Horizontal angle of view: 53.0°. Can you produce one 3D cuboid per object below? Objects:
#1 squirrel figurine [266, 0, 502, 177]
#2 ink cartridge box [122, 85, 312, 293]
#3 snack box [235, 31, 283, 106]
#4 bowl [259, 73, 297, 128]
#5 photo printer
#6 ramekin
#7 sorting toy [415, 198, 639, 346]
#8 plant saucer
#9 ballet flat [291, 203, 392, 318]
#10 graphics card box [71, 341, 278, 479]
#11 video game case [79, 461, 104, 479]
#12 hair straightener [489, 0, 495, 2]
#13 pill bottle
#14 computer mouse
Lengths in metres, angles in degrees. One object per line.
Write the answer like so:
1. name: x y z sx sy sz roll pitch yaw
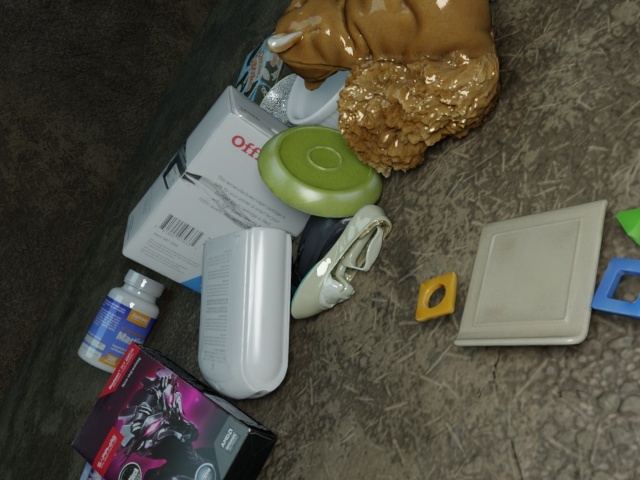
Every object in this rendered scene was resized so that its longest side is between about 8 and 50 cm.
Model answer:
1. squirrel figurine: 0.102 -0.317 1.084 0.371 0.281 0.396 -9 81 17
2. ink cartridge box: -0.193 -0.084 1.386 0.395 0.285 0.166 -47 30 20
3. snack box: -0.205 -0.498 2.030 0.187 0.060 0.321 -23 45 47
4. bowl: -0.073 -0.324 1.603 0.170 0.080 0.170 -27 44 31
5. photo printer: -0.148 0.140 1.210 0.256 0.107 0.307 -14 73 60
6. ramekin: 0.063 -0.335 1.378 0.277 0.135 0.277 -39 34 33
7. sorting toy: 0.263 0.049 0.796 0.348 0.047 0.196 -13 48 52
8. plant saucer: 0.006 -0.141 1.186 0.037 0.241 0.241 109 167 -46
9. ballet flat: 0.041 0.049 1.119 0.248 0.086 0.086 -56 29 4
10. graphics card box: -0.275 0.363 1.161 0.371 0.094 0.232 24 80 38
11. video game case: -0.362 0.498 1.242 0.270 0.061 0.244 5 68 34
12. hair straightener: 0.368 -0.506 1.165 0.230 0.047 0.089 -43 32 35
13. pill bottle: -0.544 0.224 1.789 0.152 0.152 0.272 12 73 60
14. computer mouse: 0.000 0.000 1.226 0.272 0.072 0.188 -51 29 15
